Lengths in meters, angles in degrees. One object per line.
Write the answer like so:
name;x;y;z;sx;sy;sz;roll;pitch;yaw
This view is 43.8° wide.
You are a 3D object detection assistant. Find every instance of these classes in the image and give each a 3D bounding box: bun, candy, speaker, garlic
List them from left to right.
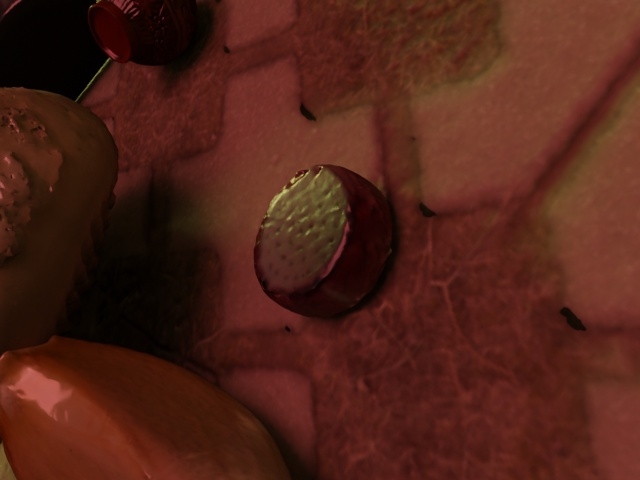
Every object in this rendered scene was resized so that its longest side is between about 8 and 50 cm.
bun;-0.303;0.033;0.634;0.362;0.234;0.326;-58;8;15
speaker;-0.401;-0.195;0.892;0.388;0.184;0.180;-45;69;20
garlic;-0.100;0.149;0.469;0.245;0.164;0.145;26;72;43
candy;0.000;0.000;0.526;0.103;0.043;0.103;-21;57;38

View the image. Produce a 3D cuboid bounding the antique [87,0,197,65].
antique;-0.165;-0.216;0.759;0.104;0.104;0.104;-22;57;38
